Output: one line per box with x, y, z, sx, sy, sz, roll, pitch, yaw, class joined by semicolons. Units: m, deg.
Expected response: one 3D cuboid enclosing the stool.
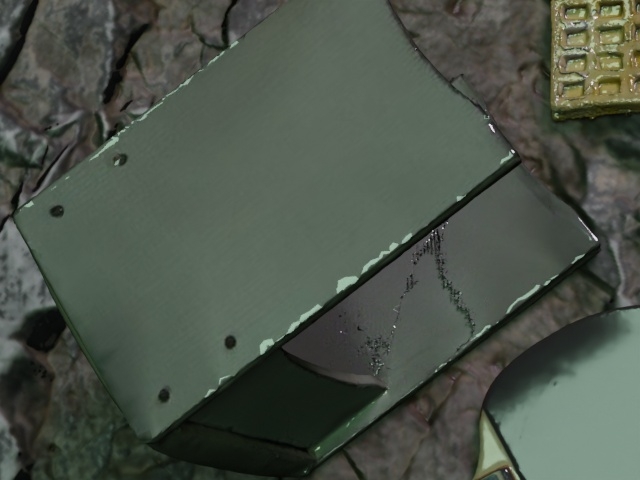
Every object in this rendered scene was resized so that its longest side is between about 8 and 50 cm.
0.000;0.000;0.924;0.269;0.243;0.170;-38;68;8;stool

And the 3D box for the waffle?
0.220;-0.127;0.996;0.135;0.021;0.092;-1;75;21;waffle

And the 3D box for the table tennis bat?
0.148;0.146;0.957;0.274;0.021;0.154;-30;69;9;table tennis bat
